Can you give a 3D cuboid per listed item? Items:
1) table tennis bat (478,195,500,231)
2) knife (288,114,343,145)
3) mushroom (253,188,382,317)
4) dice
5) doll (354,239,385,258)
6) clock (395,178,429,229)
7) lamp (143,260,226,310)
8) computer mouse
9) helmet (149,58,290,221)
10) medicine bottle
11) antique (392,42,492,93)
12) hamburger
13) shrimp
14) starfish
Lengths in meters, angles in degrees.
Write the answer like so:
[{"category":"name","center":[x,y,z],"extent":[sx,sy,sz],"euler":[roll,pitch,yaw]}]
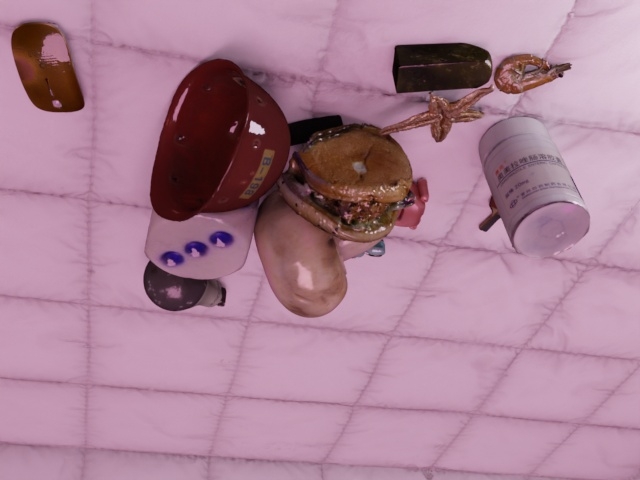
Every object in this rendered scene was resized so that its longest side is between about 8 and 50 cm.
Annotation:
[{"category":"table tennis bat","center":[0.523,-0.098,2.131],"extent":[0.130,0.019,0.220],"euler":[19,133,-24]},{"category":"knife","center":[-0.064,-0.267,1.901],"extent":[0.245,0.019,0.072],"euler":[-13,134,6]},{"category":"mushroom","center":[-0.030,0.013,2.016],"extent":[0.353,0.353,0.325],"euler":[27,163,-30]},{"category":"dice","center":[-0.300,-0.063,1.951],"extent":[0.259,0.243,0.251],"euler":[11,137,-11]},{"category":"doll","center":[0.097,-0.004,2.176],"extent":[0.158,0.059,0.159],"euler":[-18,135,16]},{"category":"clock","center":[0.198,-0.099,2.054],"extent":[0.162,0.093,0.166],"euler":[7,138,-8]},{"category":"lamp","center":[-0.379,0.147,2.223],"extent":[0.181,0.182,0.314],"euler":[-26,134,24]},{"category":"computer mouse","center":[-0.608,-0.377,1.708],"extent":[0.125,0.056,0.245],"euler":[-1,140,-2]},{"category":"helmet","center":[-0.202,-0.203,1.751],"extent":[0.230,0.337,0.385],"euler":[13,113,-42]},{"category":"medicine bottle","center":[0.512,-0.137,1.856],"extent":[0.189,0.332,0.190],"euler":[-4,136,-4]},{"category":"antique","center":[0.279,-0.394,1.732],"extent":[0.220,0.080,0.081],"euler":[-3,140,-2]},{"category":"hamburger","center":[0.077,-0.136,1.817],"extent":[0.318,0.277,0.195],"euler":[-14,143,-39]},{"category":"shrimp","center":[0.496,-0.397,1.781],"extent":[0.180,0.041,0.099],"euler":[-9,124,8]},{"category":"starfish","center":[0.291,-0.288,1.823],"extent":[0.295,0.048,0.231],"euler":[-22,159,21]}]
